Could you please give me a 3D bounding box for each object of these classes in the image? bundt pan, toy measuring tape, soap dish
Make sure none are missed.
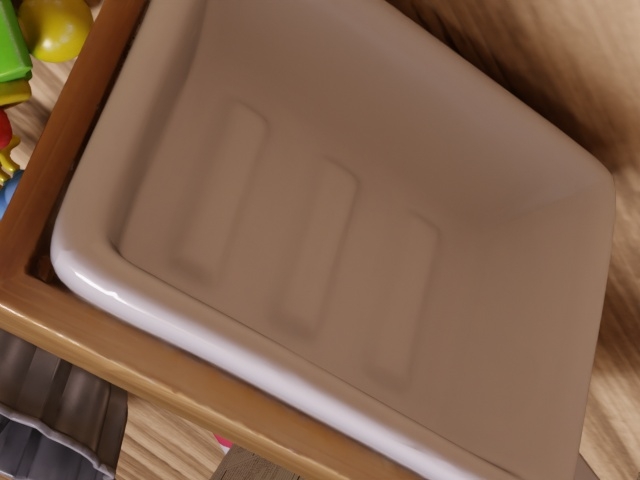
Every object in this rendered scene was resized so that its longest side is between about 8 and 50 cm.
[{"bbox_3d":[-0.345,0.149,1.240,0.330,0.124,0.331,16,155,8],"label":"bundt pan"},{"bbox_3d":[-0.282,-0.076,0.668,0.330,0.121,0.121,-18,148,3],"label":"toy measuring tape"},{"bbox_3d":[0.000,0.000,0.565,0.290,0.229,0.118,30,147,-23],"label":"soap dish"}]

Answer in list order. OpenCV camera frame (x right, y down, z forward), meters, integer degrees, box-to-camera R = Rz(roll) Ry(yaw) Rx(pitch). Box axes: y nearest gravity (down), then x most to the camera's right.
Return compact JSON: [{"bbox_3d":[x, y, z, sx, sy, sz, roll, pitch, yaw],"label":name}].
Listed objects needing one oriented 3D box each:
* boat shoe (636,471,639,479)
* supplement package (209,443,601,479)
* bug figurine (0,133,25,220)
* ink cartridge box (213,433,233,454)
[{"bbox_3d":[0.327,0.243,1.036,0.066,0.066,0.183,-4,156,32],"label":"boat shoe"},{"bbox_3d":[0.055,0.193,0.757,0.203,0.149,0.194,-27,108,37],"label":"supplement package"},{"bbox_3d":[-0.096,0.000,0.778,0.279,0.072,0.216,28,139,-17],"label":"bug figurine"},{"bbox_3d":[0.049,0.171,0.998,0.226,0.131,0.306,11,154,15],"label":"ink cartridge box"}]
